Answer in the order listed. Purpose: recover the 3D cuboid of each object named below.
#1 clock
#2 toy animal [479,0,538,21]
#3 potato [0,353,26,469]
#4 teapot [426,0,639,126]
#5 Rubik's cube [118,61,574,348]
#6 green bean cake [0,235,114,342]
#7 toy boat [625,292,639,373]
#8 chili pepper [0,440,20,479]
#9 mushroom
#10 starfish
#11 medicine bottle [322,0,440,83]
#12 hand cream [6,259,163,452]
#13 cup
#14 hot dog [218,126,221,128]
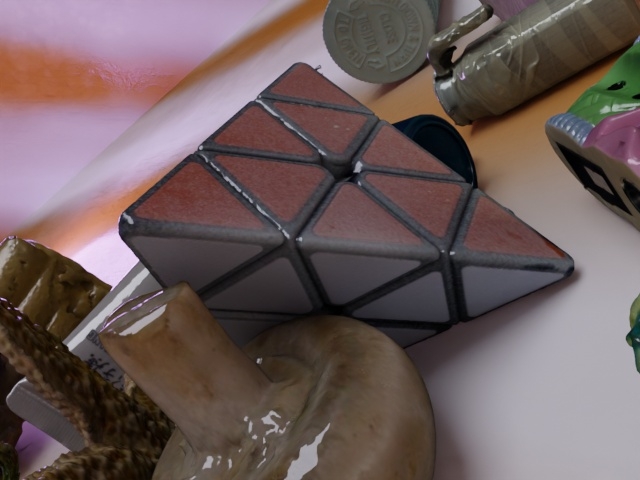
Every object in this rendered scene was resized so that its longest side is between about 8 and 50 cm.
[{"bbox_3d":[0.259,-0.093,0.485,0.195,0.100,0.194,-39,21,10],"label":"clock"},{"bbox_3d":[0.235,-0.361,0.789,0.188,0.308,0.266,-21,37,12],"label":"toy animal"},{"bbox_3d":[-0.510,0.243,1.034,0.237,0.289,0.301,-10,0,27],"label":"potato"},{"bbox_3d":[0.198,-0.196,0.756,0.200,0.107,0.077,-28,31,35],"label":"teapot"},{"bbox_3d":[0.000,-0.002,0.594,0.233,0.228,0.229,-40,13,-11],"label":"Rubik's cube"},{"bbox_3d":[-0.320,0.096,0.952,0.229,0.224,0.131,-10,48,62],"label":"green bean cake"},{"bbox_3d":[0.201,0.081,0.285,0.108,0.099,0.293,-38,15,17],"label":"toy boat"},{"bbox_3d":[-0.420,0.388,0.790,0.387,0.110,0.110,-53,23,-7],"label":"chili pepper"},{"bbox_3d":[-0.043,0.116,0.477,0.207,0.215,0.207,-36,18,14],"label":"mushroom"},{"bbox_3d":[-0.178,0.171,0.554,0.132,0.384,0.398,-21,45,12],"label":"starfish"},{"bbox_3d":[0.102,-0.373,1.162,0.158,0.158,0.318,-30,26,30],"label":"medicine bottle"},{"bbox_3d":[-0.196,0.085,0.854,0.314,0.139,0.089,-58,18,-19],"label":"hand cream"},{"bbox_3d":[0.068,-0.061,0.731,0.138,0.113,0.150,-15,38,47],"label":"cup"},{"bbox_3d":[-0.105,-0.168,1.268,0.131,0.069,0.252,-50,24,-16],"label":"hot dog"}]
